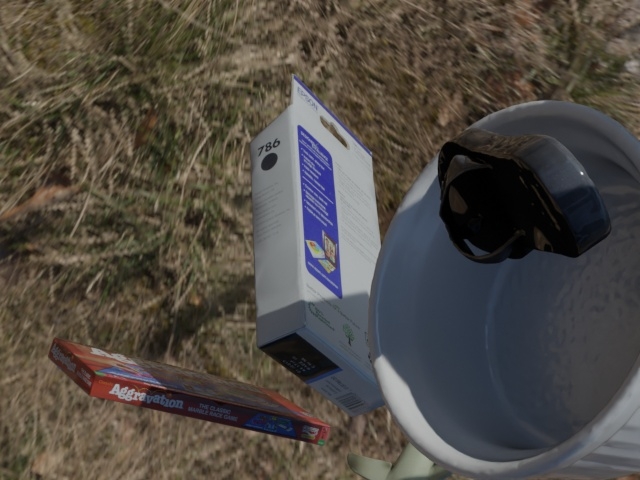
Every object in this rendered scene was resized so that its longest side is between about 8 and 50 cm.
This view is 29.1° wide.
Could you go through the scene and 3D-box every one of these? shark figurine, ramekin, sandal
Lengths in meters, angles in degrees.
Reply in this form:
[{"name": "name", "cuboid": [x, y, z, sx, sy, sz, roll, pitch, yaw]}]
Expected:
[{"name": "shark figurine", "cuboid": [0.151, 0.253, 1.421, 0.278, 0.166, 0.116, -45, 132, -26]}, {"name": "ramekin", "cuboid": [0.178, 0.047, 0.919, 0.135, 0.277, 0.277, 19, 106, -40]}, {"name": "sandal", "cuboid": [0.111, -0.025, 0.800, 0.054, 0.254, 0.097, -34, 91, -5]}]

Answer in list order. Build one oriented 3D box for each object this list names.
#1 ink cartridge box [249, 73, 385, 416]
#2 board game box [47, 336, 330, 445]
[{"name": "ink cartridge box", "cuboid": [0.000, 0.000, 1.267, 0.065, 0.332, 0.165, -25, 136, 25]}, {"name": "board game box", "cuboid": [-0.141, 0.164, 1.333, 0.281, 0.145, 0.027, 18, 91, -31]}]
